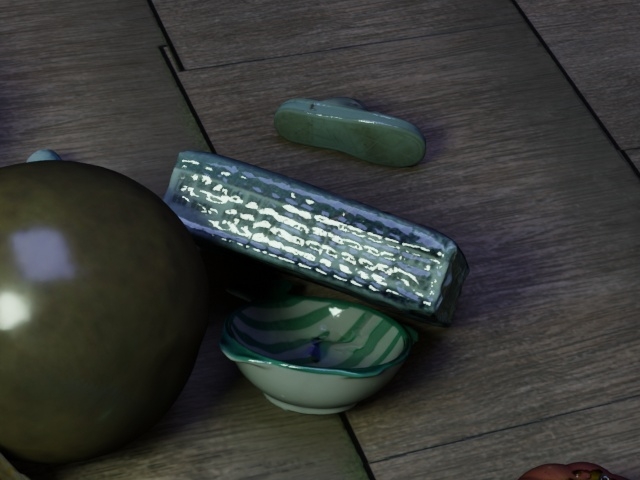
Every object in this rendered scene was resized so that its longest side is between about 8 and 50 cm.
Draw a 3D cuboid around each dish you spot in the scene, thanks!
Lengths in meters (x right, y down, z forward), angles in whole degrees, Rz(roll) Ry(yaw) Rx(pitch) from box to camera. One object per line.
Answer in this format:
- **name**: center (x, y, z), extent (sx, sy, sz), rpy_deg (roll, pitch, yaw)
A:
- **dish**: center (-0.014, 0.122, 1.620), extent (0.224, 0.078, 0.246), rpy_deg (-6, 23, -29)

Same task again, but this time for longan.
- **longan**: center (-0.268, 0.069, 1.496), extent (0.319, 0.319, 0.319), rpy_deg (4, 43, -4)

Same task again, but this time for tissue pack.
- **tissue pack**: center (0.000, 0.000, 1.666), extent (0.316, 0.228, 0.103), rpy_deg (19, 85, 11)

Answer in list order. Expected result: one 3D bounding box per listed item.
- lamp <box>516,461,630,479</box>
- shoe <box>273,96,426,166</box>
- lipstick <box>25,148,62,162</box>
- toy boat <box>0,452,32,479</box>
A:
- **lamp**: center (0.243, 0.286, 1.455), extent (0.182, 0.140, 0.182), rpy_deg (1, 41, -1)
- **shoe**: center (0.041, -0.152, 1.929), extent (0.195, 0.079, 0.078), rpy_deg (9, 51, 8)
- **lipstick**: center (-0.291, -0.045, 1.797), extent (0.048, 0.048, 0.158), rpy_deg (-22, 50, -28)
- **toy boat**: center (-0.369, 0.201, 1.369), extent (0.310, 0.115, 0.089), rpy_deg (45, 14, -14)
